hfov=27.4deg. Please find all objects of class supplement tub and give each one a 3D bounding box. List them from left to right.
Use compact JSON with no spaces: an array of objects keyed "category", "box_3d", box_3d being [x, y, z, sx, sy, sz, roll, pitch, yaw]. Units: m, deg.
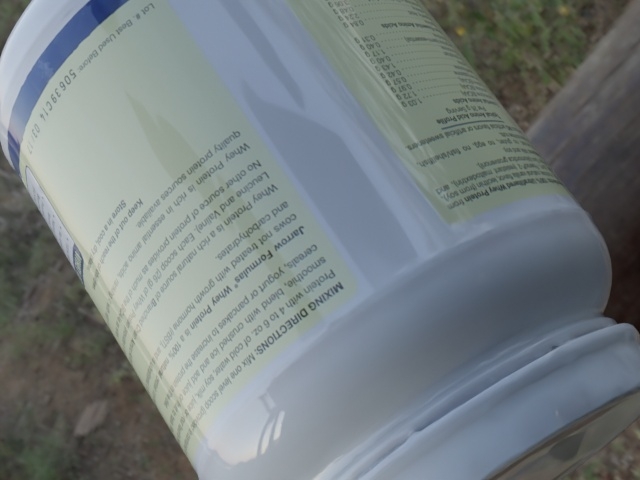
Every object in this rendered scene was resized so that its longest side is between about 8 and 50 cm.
[{"category":"supplement tub","box_3d":[0.000,0.000,0.684,0.235,0.235,0.325,-41,69,18]}]
